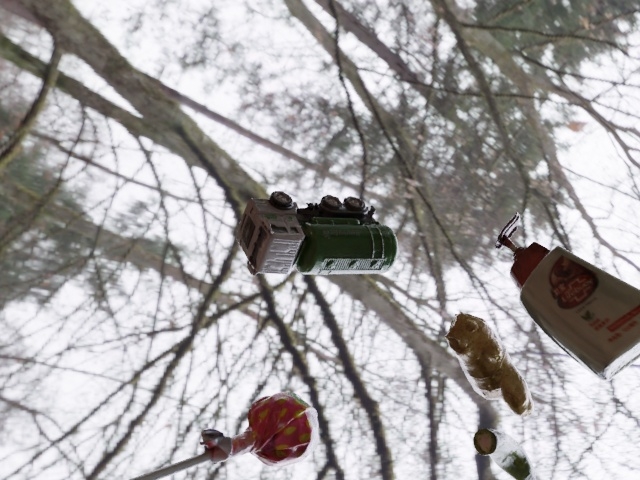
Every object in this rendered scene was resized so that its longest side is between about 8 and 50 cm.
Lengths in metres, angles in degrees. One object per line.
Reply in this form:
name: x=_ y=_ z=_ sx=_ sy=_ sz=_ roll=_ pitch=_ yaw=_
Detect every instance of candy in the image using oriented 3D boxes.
candy: x=-0.155 y=0.322 z=1.232 sx=0.124 sy=0.365 sz=0.124 roll=13 pitch=-73 yaw=48

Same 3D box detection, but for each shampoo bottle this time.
shampoo bottle: x=0.357 y=0.066 z=1.179 sx=0.153 sy=0.071 sz=0.284 roll=-33 pitch=-125 yaw=-17

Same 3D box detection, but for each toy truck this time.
toy truck: x=0.000 y=0.000 z=1.259 sx=0.125 sy=0.242 sz=0.101 roll=62 pitch=-40 yaw=43

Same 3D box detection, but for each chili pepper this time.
chili pepper: x=0.279 y=0.322 z=1.224 sx=0.050 sy=0.201 sz=0.052 roll=23 pitch=-104 yaw=41

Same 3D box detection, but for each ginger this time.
ginger: x=0.258 y=0.189 z=1.281 sx=0.081 sy=0.115 sz=0.205 roll=-33 pitch=-76 yaw=8
